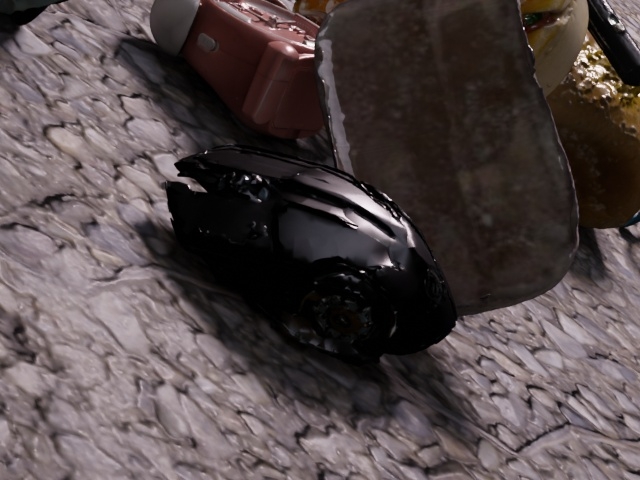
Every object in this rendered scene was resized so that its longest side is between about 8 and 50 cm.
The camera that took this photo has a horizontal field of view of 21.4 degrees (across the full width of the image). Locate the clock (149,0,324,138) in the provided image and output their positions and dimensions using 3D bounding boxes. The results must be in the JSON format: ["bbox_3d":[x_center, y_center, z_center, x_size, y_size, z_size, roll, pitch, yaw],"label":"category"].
[{"bbox_3d":[-0.061,-0.163,1.496,0.162,0.092,0.166,40,23,29],"label":"clock"}]

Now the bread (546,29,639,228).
[{"bbox_3d":[0.244,-0.139,1.758,0.246,0.176,0.195,28,21,-19],"label":"bread"}]

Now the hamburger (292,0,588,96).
[{"bbox_3d":[0.114,-0.229,1.635,0.295,0.227,0.151,6,-25,42],"label":"hamburger"}]

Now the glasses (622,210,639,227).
[{"bbox_3d":[0.465,0.016,1.873,0.207,0.102,0.239,48,25,25],"label":"glasses"}]

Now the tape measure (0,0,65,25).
[{"bbox_3d":[-0.229,-0.277,1.340,0.107,0.181,0.182,12,35,-39],"label":"tape measure"}]

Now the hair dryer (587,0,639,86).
[{"bbox_3d":[0.274,-0.233,1.667,0.071,0.124,0.219,-13,63,-28],"label":"hair dryer"}]

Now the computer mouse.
[{"bbox_3d":[0.000,0.000,1.236,0.242,0.077,0.146,26,38,-5],"label":"computer mouse"}]

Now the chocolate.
[{"bbox_3d":[0.099,-0.071,1.384,0.185,0.100,0.303,-9,62,-3],"label":"chocolate"}]
